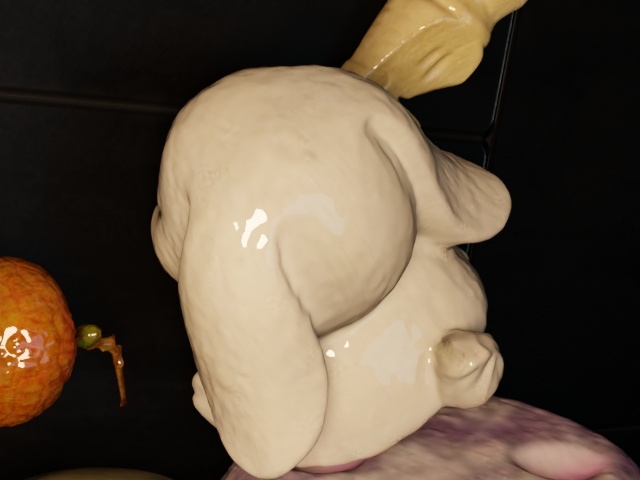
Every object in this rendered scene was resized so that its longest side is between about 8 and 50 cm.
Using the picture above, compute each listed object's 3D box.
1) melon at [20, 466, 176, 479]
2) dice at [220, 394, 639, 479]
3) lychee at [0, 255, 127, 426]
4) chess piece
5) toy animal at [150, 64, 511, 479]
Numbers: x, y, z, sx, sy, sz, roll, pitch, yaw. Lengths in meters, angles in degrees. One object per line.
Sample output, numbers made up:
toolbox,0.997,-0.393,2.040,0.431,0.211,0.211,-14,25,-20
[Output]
melon,-0.139,0.263,1.132,0.308,0.272,0.271,-21,117,-34
dice,0.082,0.273,1.336,0.270,0.271,0.270,-16,114,-41
lychee,-0.185,0.059,1.130,0.140,0.101,0.114,-25,158,-37
chess piece,0.075,-0.144,1.343,0.200,0.090,0.090,-52,134,-4
toy animal,0.000,0.000,1.219,0.271,0.206,0.265,-46,134,-21
